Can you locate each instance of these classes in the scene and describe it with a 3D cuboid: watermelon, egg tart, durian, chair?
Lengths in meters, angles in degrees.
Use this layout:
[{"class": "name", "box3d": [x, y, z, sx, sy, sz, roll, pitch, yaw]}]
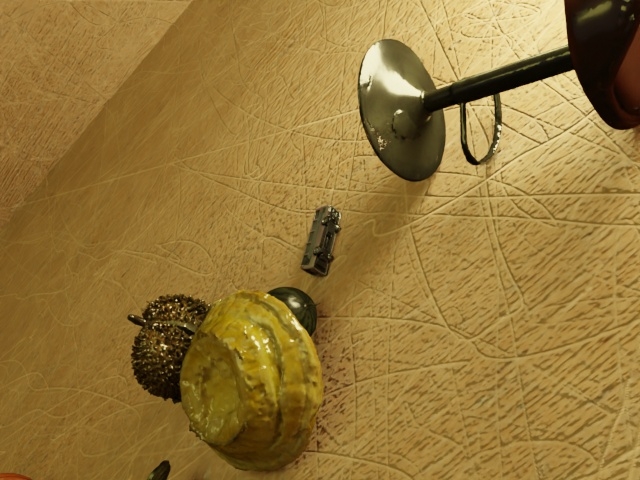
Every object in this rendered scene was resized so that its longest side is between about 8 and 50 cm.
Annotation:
[{"class": "watermelon", "box3d": [-0.049, 0.123, 1.044, 0.133, 0.105, 0.105, -30, 44, 30]}, {"class": "egg tart", "box3d": [-0.128, 0.214, 0.969, 0.290, 0.115, 0.290, -1, 89, 40]}, {"class": "durian", "box3d": [-0.265, 0.187, 1.153, 0.167, 0.196, 0.196, -35, 41, 35]}, {"class": "chair", "box3d": [0.267, -0.225, 0.857, 0.401, 0.226, 0.227, -11, 55, 44]}]

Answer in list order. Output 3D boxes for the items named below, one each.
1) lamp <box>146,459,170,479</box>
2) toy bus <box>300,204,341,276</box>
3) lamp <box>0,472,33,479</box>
[{"class": "lamp", "box3d": [-0.273, 0.515, 0.978, 0.283, 0.124, 0.203, 57, 139, 45]}, {"class": "toy bus", "box3d": [0.000, 0.000, 1.138, 0.052, 0.037, 0.131, -13, 53, 45]}, {"class": "lamp", "box3d": [-0.668, 0.580, 1.332, 0.187, 0.164, 0.188, -28, 47, 34]}]
